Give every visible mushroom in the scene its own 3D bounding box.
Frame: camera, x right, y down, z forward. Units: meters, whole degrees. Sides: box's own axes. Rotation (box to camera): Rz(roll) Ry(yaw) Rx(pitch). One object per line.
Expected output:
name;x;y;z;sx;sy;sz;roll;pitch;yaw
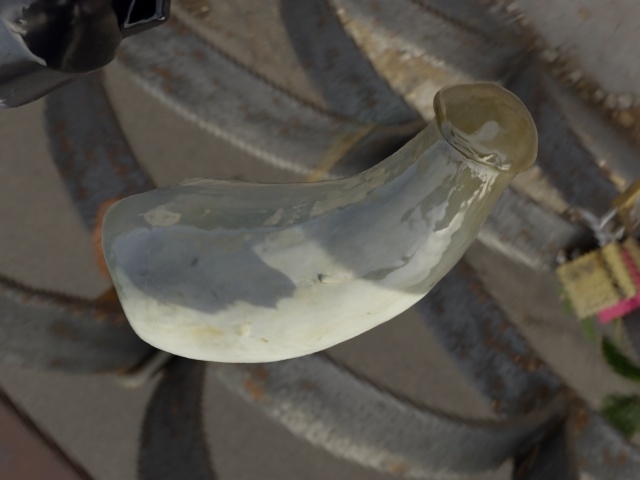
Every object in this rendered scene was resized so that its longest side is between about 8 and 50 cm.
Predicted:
mushroom;0.000;0.000;0.898;0.270;0.103;0.118;-16;91;27

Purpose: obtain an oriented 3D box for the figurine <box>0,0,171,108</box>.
figurine;-0.230;-0.152;1.049;0.308;0.308;0.143;-8;102;20
